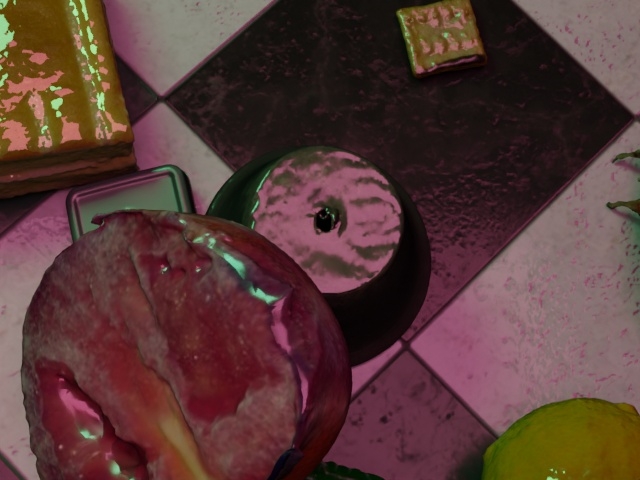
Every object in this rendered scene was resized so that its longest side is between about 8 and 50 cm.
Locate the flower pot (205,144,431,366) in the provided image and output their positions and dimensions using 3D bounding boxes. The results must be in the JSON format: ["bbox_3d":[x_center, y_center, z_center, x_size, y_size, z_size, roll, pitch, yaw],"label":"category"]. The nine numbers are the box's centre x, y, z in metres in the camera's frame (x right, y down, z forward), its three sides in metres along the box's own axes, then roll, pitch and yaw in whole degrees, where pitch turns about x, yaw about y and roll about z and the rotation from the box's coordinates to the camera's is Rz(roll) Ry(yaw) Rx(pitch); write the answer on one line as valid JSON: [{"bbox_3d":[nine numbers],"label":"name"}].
[{"bbox_3d":[0.000,0.000,1.246,0.235,0.148,0.235,1,76,-5],"label":"flower pot"}]

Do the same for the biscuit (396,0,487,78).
[{"bbox_3d":[0.127,-0.214,1.384,0.083,0.018,0.081,-13,76,-10],"label":"biscuit"}]

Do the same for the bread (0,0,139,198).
[{"bbox_3d":[-0.317,-0.171,1.281,0.239,0.111,0.246,-11,75,-9],"label":"bread"}]

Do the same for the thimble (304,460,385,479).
[{"bbox_3d":[0.021,0.258,1.192,0.130,0.118,0.090,30,69,-18],"label":"thimble"}]

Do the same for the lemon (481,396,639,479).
[{"bbox_3d":[0.235,0.240,1.173,0.192,0.192,0.231,11,33,-2],"label":"lemon"}]

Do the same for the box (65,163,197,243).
[{"bbox_3d":[-0.184,-0.022,1.284,0.126,0.031,0.091,-13,75,1],"label":"box"}]

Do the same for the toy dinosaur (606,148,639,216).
[{"bbox_3d":[0.394,-0.058,1.323,0.206,0.113,0.327,-26,51,25],"label":"toy dinosaur"}]

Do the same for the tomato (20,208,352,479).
[{"bbox_3d":[-0.102,0.109,1.151,0.176,0.335,0.289,-7,61,-52],"label":"tomato"}]
